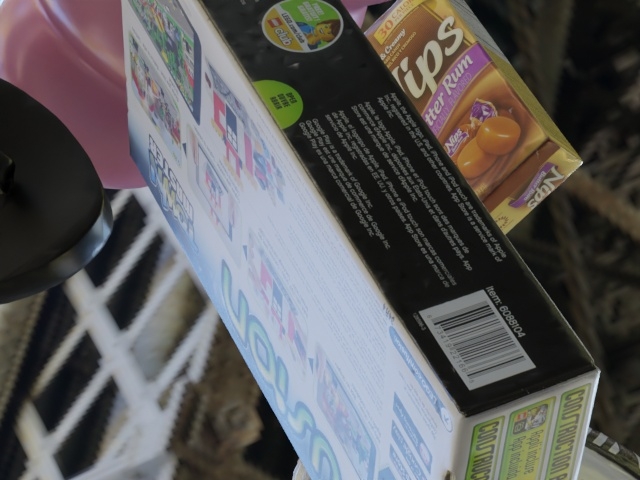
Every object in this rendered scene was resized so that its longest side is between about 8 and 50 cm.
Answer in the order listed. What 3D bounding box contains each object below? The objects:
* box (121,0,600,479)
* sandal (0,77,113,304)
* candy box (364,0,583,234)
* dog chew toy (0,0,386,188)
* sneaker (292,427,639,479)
[{"bbox_3d":[0.000,0.000,0.525,0.036,0.114,0.207,-18,-128,-18],"label":"box"},{"bbox_3d":[-0.197,-0.061,0.806,0.254,0.054,0.097,35,-107,15],"label":"sandal"},{"bbox_3d":[0.089,-0.087,1.390,0.053,0.109,0.187,29,-157,-47],"label":"candy box"},{"bbox_3d":[-0.047,-0.154,0.970,0.206,0.332,0.207,30,-150,-20],"label":"dog chew toy"},{"bbox_3d":[0.154,0.184,0.819,0.365,0.210,0.137,33,-91,-3],"label":"sneaker"}]
